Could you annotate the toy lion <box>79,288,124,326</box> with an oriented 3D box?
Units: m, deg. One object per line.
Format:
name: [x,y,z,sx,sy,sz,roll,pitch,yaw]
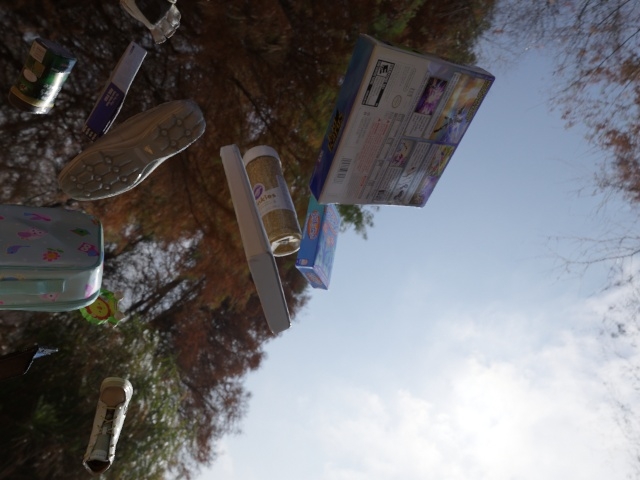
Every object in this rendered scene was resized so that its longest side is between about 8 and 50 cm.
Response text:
toy lion: [-0.497,0.149,0.926,0.096,0.034,0.100,37,18,-45]

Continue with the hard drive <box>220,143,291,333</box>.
hard drive: [-0.140,-0.014,0.862,0.233,0.047,0.353,82,-11,-45]

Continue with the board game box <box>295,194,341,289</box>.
board game box: [0.000,0.000,1.038,0.047,0.211,0.160,2,-25,17]

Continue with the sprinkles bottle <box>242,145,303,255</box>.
sprinkles bottle: [-0.148,-0.128,1.247,0.121,0.121,0.356,115,-36,-50]

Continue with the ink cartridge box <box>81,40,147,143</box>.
ink cartridge box: [-0.528,-0.353,1.023,0.045,0.224,0.223,28,-41,-34]

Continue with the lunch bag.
lunch bag: [-0.536,0.031,0.711,0.224,0.279,0.108,53,-50,46]

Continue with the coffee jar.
coffee jar: [-0.704,-0.408,1.032,0.079,0.096,0.184,38,-74,-7]

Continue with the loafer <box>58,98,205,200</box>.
loafer: [-0.389,-0.192,0.854,0.111,0.319,0.112,53,-9,51]

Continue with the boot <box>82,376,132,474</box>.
boot: [-0.535,0.462,1.023,0.077,0.165,0.213,13,-57,-17]

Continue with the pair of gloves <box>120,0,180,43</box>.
pair of gloves: [-0.308,-0.552,0.823,0.042,0.240,0.204,36,-13,32]

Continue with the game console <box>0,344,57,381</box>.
game console: [-0.717,0.301,0.974,0.107,0.122,0.071,66,7,-69]

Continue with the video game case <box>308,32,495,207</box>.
video game case: [0.132,-0.183,0.704,0.061,0.244,0.270,61,-40,43]
